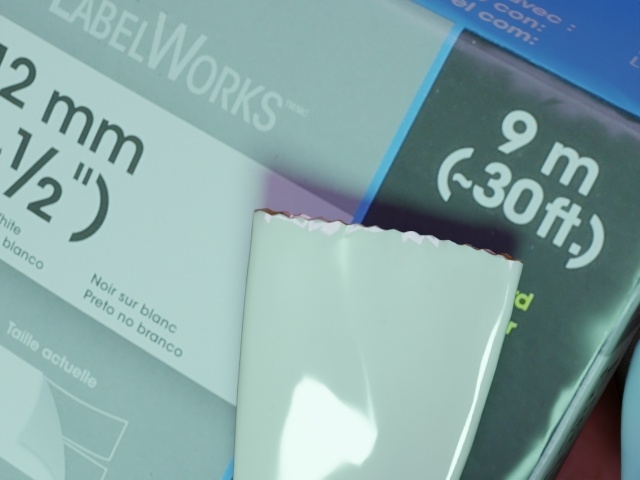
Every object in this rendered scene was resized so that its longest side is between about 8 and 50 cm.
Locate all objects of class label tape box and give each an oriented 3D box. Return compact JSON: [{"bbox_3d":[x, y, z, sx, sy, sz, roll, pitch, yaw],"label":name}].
[{"bbox_3d":[0.001,-0.035,0.522,0.249,0.115,0.348,30,105,15],"label":"label tape box"}]

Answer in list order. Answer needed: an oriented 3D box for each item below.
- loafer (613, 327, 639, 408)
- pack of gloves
[{"bbox_3d":[0.149,0.038,0.568,0.087,0.094,0.251,-36,78,-5],"label":"loafer"},{"bbox_3d":[0.053,0.122,0.441,0.195,0.046,0.232,11,101,7],"label":"pack of gloves"}]
